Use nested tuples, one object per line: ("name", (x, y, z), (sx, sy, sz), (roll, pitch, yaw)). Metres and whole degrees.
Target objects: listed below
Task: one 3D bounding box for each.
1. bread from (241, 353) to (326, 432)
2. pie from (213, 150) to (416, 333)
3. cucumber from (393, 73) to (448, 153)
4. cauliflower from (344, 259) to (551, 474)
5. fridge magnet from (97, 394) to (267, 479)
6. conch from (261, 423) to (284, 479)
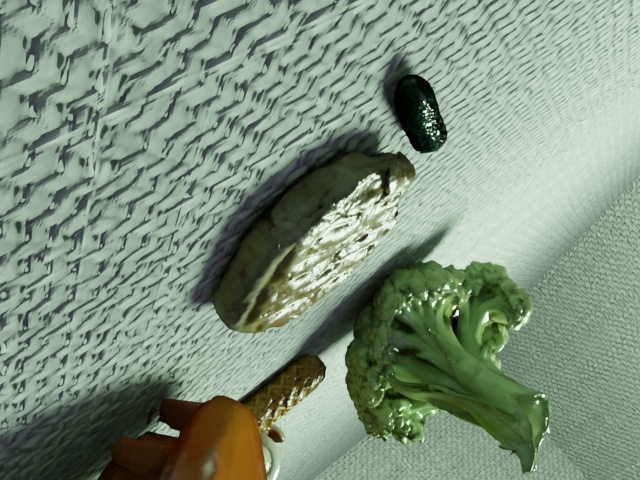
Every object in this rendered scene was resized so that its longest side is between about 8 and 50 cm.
("bread", (-0.057, 0.200, 1.169), (0.157, 0.044, 0.052), (-37, 162, -19))
("pie", (0.000, 0.000, 0.726), (0.195, 0.046, 0.195), (-37, 165, -12))
("cucumber", (0.072, -0.091, 0.669), (0.032, 0.032, 0.133), (-42, 167, 3))
("cauliflower", (0.179, 0.152, 1.221), (0.327, 0.281, 0.260), (55, 51, -60))
("fridge magnet", (-0.130, 0.316, 0.821), (0.363, 0.155, 0.363), (9, 90, -84))
("conch", (-0.103, 0.291, 1.228), (0.176, 0.094, 0.104), (117, -14, -66))
